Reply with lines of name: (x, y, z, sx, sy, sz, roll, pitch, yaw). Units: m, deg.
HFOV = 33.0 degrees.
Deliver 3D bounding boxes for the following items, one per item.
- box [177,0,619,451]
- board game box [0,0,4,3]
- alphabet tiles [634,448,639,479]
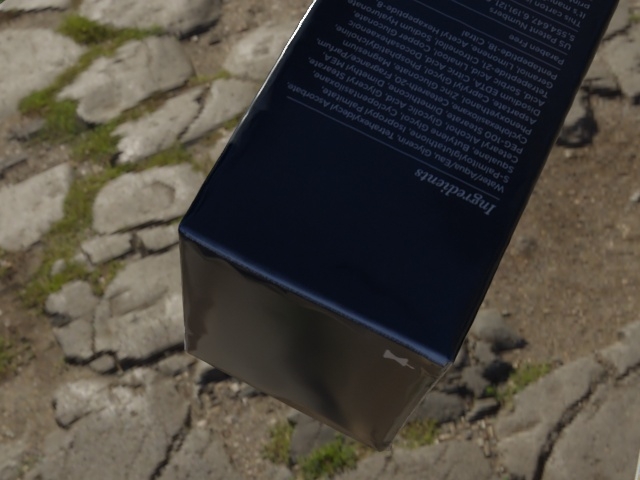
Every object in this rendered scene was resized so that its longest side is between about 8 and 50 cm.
box: (0.065, -0.066, 0.909, 0.211, 0.293, 0.396, 26, 67, 4)
board game box: (-0.194, -0.237, 0.749, 0.259, 0.030, 0.136, -27, -4, 21)
alphabet tiles: (0.288, 0.175, 0.885, 0.011, 0.285, 0.343, 17, 45, 11)
